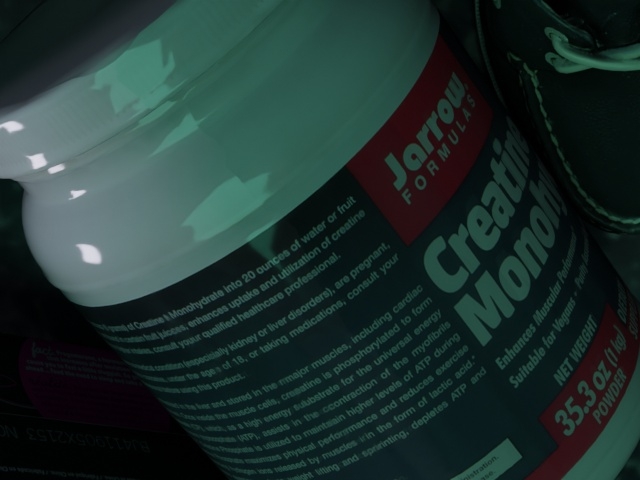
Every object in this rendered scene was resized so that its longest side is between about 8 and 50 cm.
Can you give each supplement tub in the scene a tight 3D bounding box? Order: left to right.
[{"bbox_3d":[0.000,0.000,0.651,0.191,0.191,0.272,-29,115,19],"label":"supplement tub"}]

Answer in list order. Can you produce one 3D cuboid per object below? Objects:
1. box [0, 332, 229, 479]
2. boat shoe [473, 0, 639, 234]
[{"bbox_3d":[-0.149,0.147,0.709,0.247,0.163,0.142,13,128,-41],"label":"box"},{"bbox_3d":[0.111,-0.121,0.630,0.114,0.091,0.302,-12,119,11],"label":"boat shoe"}]
